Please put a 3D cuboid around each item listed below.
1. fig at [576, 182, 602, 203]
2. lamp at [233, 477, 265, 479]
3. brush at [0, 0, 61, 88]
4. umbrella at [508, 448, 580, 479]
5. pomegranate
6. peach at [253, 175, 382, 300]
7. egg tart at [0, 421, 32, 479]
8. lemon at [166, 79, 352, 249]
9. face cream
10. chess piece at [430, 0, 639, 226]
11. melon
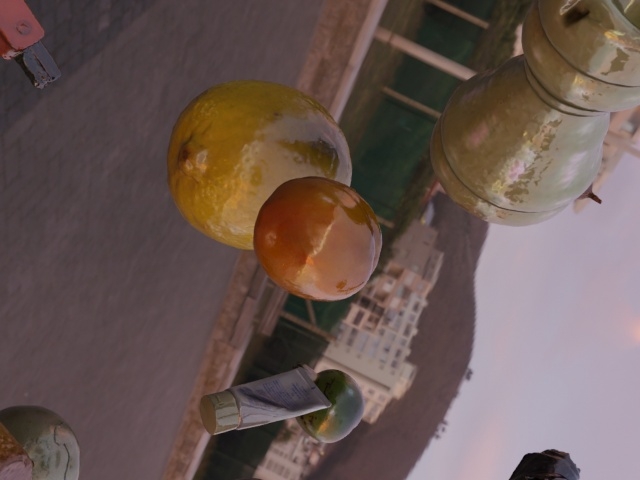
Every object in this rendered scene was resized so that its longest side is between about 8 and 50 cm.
[{"bbox_3d":[0.600,-0.143,1.795,0.119,0.153,0.119,-54,161,-28],"label":"fig"},{"bbox_3d":[-0.101,0.485,1.317,0.314,0.182,0.182,-48,-169,47],"label":"lamp"},{"bbox_3d":[-0.467,-0.354,1.042,0.051,0.323,0.070,-14,-154,34],"label":"brush"},{"bbox_3d":[0.241,0.389,1.011,0.326,0.090,0.094,-32,163,-37],"label":"umbrella"},{"bbox_3d":[0.003,0.375,1.808,0.180,0.209,0.180,-44,-173,6],"label":"pomegranate"},{"bbox_3d":[0.000,0.000,0.800,0.138,0.138,0.138,-64,178,-3],"label":"peach"},{"bbox_3d":[-0.511,0.322,1.051,0.215,0.170,0.215,-52,162,-26],"label":"egg tart"},{"bbox_3d":[-0.090,-0.108,1.113,0.284,0.260,0.261,-21,149,-37],"label":"lemon"},{"bbox_3d":[-0.100,0.291,1.375,0.224,0.114,0.070,-7,125,-33],"label":"face cream"},{"bbox_3d":[0.297,-0.189,0.953,0.442,0.234,0.234,107,9,-71],"label":"chess piece"},{"bbox_3d":[-0.698,0.520,1.779,0.330,0.268,0.269,-19,-141,56],"label":"melon"}]
